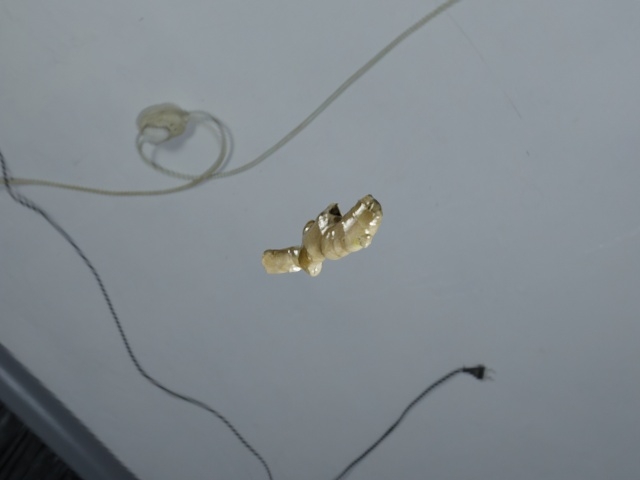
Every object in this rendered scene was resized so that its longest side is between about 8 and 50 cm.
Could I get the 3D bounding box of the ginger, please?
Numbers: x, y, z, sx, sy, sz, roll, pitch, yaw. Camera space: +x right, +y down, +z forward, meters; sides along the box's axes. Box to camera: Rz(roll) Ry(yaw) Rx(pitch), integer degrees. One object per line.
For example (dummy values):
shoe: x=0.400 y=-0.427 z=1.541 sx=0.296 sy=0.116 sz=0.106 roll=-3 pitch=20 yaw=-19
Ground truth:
ginger: x=0.000 y=0.000 z=1.117 sx=0.075 sy=0.288 sz=0.089 roll=-2 pitch=78 yaw=-29
